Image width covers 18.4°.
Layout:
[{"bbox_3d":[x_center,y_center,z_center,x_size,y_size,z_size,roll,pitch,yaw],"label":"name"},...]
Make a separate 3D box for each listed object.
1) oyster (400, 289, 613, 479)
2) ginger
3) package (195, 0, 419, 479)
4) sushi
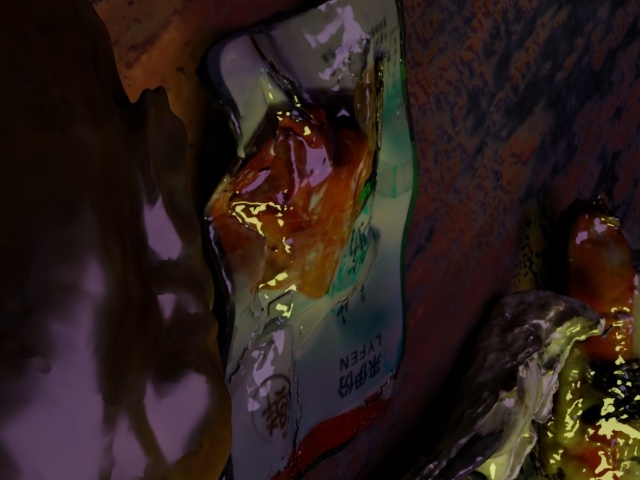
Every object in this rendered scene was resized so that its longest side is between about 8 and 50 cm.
[{"bbox_3d":[0.072,0.108,1.037,0.200,0.061,0.106,-34,144,-46],"label":"oyster"},{"bbox_3d":[-0.114,0.048,0.604,0.165,0.172,0.321,152,-51,-79],"label":"ginger"},{"bbox_3d":[0.000,0.000,0.888,0.166,0.040,0.232,-28,122,-53],"label":"package"},{"bbox_3d":[0.175,0.080,1.137,0.097,0.103,0.226,-45,138,-67],"label":"sushi"}]
